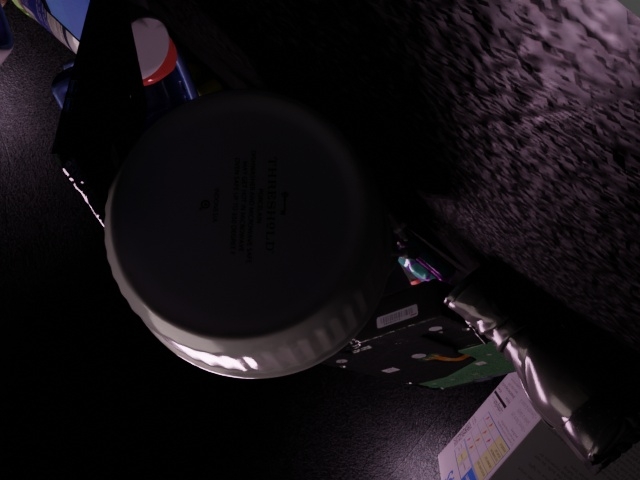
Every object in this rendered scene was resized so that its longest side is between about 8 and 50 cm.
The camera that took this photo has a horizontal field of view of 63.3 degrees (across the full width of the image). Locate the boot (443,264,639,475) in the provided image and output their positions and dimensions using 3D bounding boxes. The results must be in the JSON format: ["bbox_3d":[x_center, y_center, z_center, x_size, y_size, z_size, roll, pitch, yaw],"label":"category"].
[{"bbox_3d":[0.280,0.147,0.623,0.223,0.118,0.338,50,-178,38],"label":"boot"}]

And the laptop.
[{"bbox_3d":[-0.237,-0.159,0.462,0.136,0.265,0.234,8,164,-10],"label":"laptop"}]

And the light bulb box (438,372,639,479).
[{"bbox_3d":[0.435,0.422,1.014,0.225,0.361,0.358,39,-176,10],"label":"light bulb box"}]

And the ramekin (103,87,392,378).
[{"bbox_3d":[-0.065,-0.011,0.475,0.272,0.273,0.127,39,170,10],"label":"ramekin"}]

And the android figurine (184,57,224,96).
[{"bbox_3d":[-0.234,-0.287,1.157,0.273,0.056,0.248,46,167,52],"label":"android figurine"}]

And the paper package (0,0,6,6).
[{"bbox_3d":[-0.515,-0.344,0.466,0.325,0.168,0.309,58,-171,-3],"label":"paper package"}]

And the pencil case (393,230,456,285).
[{"bbox_3d":[0.196,0.039,1.039,0.151,0.064,0.070,38,-175,0],"label":"pencil case"}]

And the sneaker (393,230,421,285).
[{"bbox_3d":[0.147,0.009,1.192,0.135,0.098,0.276,36,-178,-36],"label":"sneaker"}]

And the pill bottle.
[{"bbox_3d":[-0.281,-0.284,0.646,0.186,0.112,0.112,39,-177,16],"label":"pill bottle"}]

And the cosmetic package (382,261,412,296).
[{"bbox_3d":[0.000,0.000,0.878,0.377,0.097,0.285,21,-141,-51],"label":"cosmetic package"}]

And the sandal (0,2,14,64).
[{"bbox_3d":[-0.343,-0.317,0.441,0.416,0.102,0.169,59,-173,13],"label":"sandal"}]

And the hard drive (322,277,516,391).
[{"bbox_3d":[0.181,0.163,0.814,0.338,0.236,0.064,25,-129,-38],"label":"hard drive"}]

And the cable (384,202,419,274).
[{"bbox_3d":[-0.013,-0.035,0.669,0.257,0.089,0.257,52,-149,13],"label":"cable"}]

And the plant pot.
[{"bbox_3d":[-0.366,-0.272,1.034,0.212,0.235,0.236,-124,14,-50],"label":"plant pot"}]

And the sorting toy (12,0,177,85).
[{"bbox_3d":[-0.367,-0.388,0.764,0.365,0.127,0.126,36,-149,-51],"label":"sorting toy"}]
